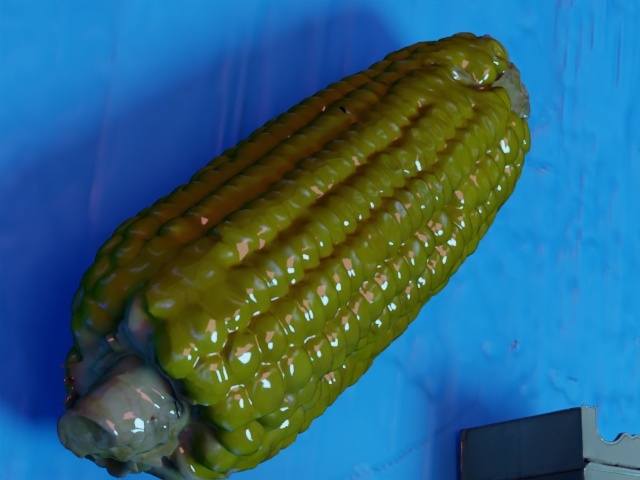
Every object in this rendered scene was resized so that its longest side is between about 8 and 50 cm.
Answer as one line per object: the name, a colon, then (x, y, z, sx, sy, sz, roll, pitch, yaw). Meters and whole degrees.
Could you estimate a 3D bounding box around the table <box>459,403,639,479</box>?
table: (0.102, 0.115, 0.661, 0.062, 0.079, 0.083, 13, 69, -36)

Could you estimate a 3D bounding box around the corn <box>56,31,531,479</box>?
corn: (0.000, 0.000, 0.593, 0.262, 0.097, 0.097, -40, 105, -42)
